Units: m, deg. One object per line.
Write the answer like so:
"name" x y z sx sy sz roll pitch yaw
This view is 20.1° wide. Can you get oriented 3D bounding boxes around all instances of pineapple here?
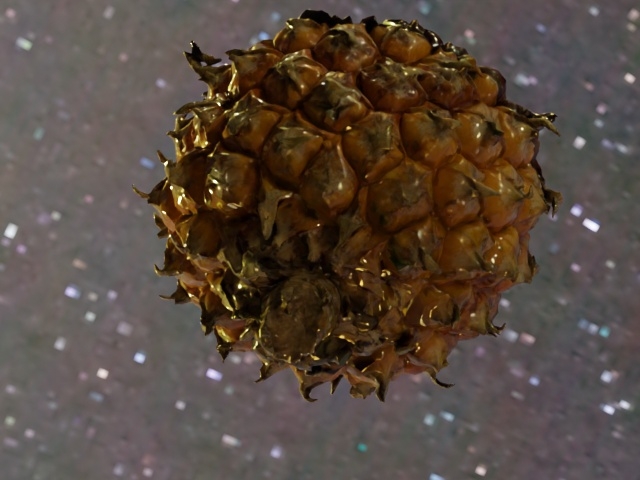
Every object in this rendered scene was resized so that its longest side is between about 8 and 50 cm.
"pineapple" 0.001 0.003 0.746 0.137 0.176 0.161 -63 169 -55
